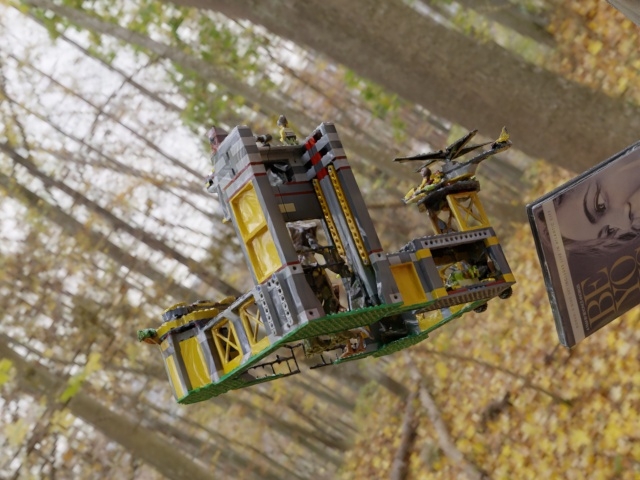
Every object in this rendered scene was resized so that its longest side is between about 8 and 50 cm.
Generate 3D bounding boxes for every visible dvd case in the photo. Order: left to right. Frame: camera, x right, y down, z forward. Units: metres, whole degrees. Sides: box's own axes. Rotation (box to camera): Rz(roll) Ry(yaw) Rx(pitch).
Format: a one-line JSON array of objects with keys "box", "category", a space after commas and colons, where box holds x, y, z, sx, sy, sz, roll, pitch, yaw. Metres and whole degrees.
[{"box": [0.310, -0.012, 0.957, 0.221, 0.164, 0.018, -28, 27, -16], "category": "dvd case"}]

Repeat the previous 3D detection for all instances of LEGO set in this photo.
[{"box": [0.000, 0.000, 0.852, 0.332, 0.192, 0.255, -11, -18, -30], "category": "LEGO set"}]

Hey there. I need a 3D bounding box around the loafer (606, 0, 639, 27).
[{"box": [0.289, -0.276, 0.913, 0.112, 0.319, 0.111, -46, 30, 13], "category": "loafer"}]
